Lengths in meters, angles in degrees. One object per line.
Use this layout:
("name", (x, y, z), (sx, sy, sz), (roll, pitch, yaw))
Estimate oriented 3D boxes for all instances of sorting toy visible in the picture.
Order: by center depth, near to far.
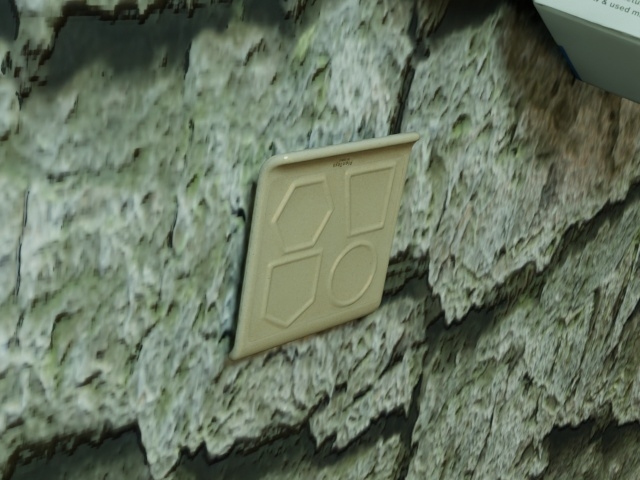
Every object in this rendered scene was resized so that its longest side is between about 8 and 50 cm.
("sorting toy", (0.000, 0.000, 0.961), (0.193, 0.038, 0.208), (-14, 127, -44))

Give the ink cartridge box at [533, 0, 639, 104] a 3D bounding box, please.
("ink cartridge box", (0.392, -0.345, 1.049), (0.395, 0.166, 0.285), (-64, 157, 3))
